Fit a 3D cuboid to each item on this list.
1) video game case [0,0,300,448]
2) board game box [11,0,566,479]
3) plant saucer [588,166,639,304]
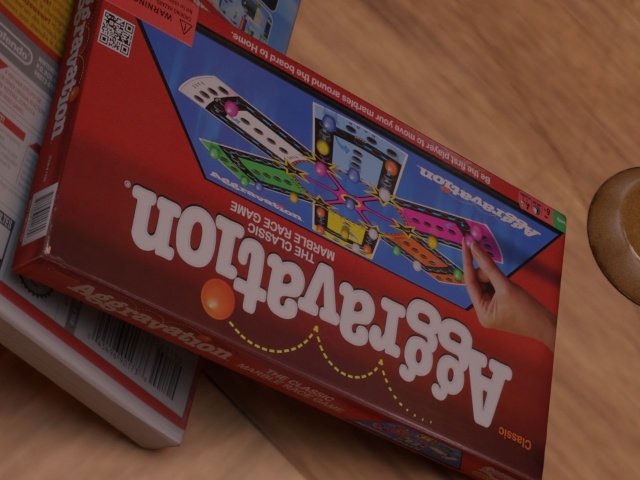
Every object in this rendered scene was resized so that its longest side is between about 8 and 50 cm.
[{"bbox_3d":[-0.093,-0.078,0.881,0.204,0.025,0.285,44,50,-43],"label":"video game case"},{"bbox_3d":[0.000,0.000,0.884,0.281,0.027,0.145,27,60,-32],"label":"board game box"},{"bbox_3d":[0.178,-0.003,1.016,0.083,0.015,0.083,8,65,-16],"label":"plant saucer"}]
